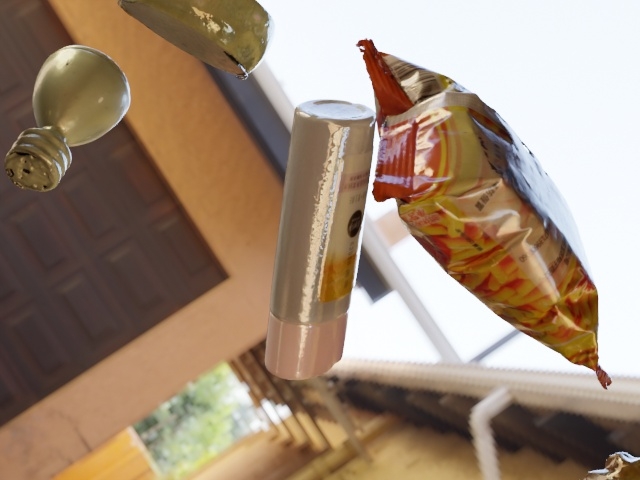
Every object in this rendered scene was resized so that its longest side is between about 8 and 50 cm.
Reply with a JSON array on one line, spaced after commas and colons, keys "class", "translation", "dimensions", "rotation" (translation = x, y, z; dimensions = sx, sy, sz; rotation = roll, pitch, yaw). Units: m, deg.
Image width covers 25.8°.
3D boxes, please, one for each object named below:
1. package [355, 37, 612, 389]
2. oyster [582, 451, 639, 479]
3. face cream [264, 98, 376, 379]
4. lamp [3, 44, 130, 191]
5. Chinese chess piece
[{"class": "package", "translation": [0.139, -0.027, 1.141], "dimensions": [0.288, 0.108, 0.223], "rotation": [38, 26, -30]}, {"class": "oyster", "translation": [0.238, 0.244, 1.116], "dimensions": [0.351, 0.238, 0.115], "rotation": [-21, -79, 52]}, {"class": "face cream", "translation": [0.000, 0.000, 1.014], "dimensions": [0.057, 0.084, 0.198], "rotation": [15, -68, 24]}, {"class": "lamp", "translation": [-0.278, -0.135, 1.540], "dimensions": [0.193, 0.106, 0.106], "rotation": [-70, 145, -43]}, {"class": "Chinese chess piece", "translation": [-0.143, -0.266, 1.629], "dimensions": [0.188, 0.083, 0.188], "rotation": [28, -6, 3]}]
